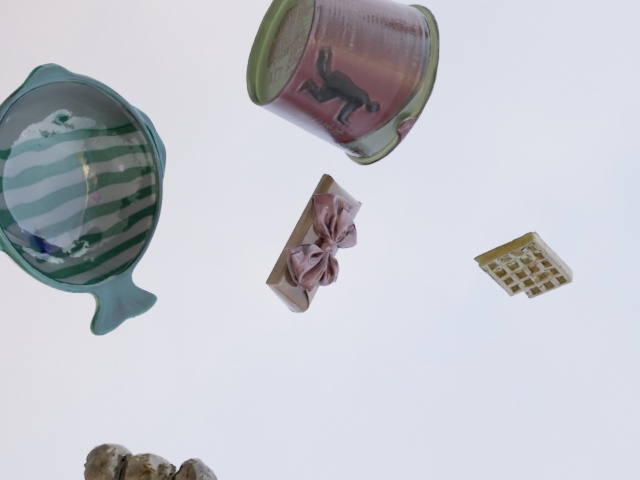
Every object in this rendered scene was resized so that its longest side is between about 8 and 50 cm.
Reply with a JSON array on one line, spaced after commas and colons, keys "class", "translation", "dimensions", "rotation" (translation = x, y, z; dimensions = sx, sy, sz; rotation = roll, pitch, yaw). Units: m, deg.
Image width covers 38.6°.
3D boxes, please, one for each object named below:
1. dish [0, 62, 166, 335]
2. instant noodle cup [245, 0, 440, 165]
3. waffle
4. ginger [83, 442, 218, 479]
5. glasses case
[{"class": "dish", "translation": [-0.239, -0.036, 0.846], "dimensions": [0.078, 0.224, 0.246], "rotation": [-4, -73, 38]}, {"class": "instant noodle cup", "translation": [0.021, -0.236, 1.214], "dimensions": [0.235, 0.178, 0.234], "rotation": [-38, -137, 47]}, {"class": "waffle", "translation": [0.272, 0.037, 1.211], "dimensions": [0.092, 0.135, 0.021], "rotation": [-27, -130, 22]}, {"class": "ginger", "translation": [-0.230, 0.331, 1.248], "dimensions": [0.204, 0.080, 0.104], "rotation": [8, -76, 22]}, {"class": "glasses case", "translation": [0.000, 0.000, 1.274], "dimensions": [0.070, 0.102, 0.193], "rotation": [16, -111, 30]}]
